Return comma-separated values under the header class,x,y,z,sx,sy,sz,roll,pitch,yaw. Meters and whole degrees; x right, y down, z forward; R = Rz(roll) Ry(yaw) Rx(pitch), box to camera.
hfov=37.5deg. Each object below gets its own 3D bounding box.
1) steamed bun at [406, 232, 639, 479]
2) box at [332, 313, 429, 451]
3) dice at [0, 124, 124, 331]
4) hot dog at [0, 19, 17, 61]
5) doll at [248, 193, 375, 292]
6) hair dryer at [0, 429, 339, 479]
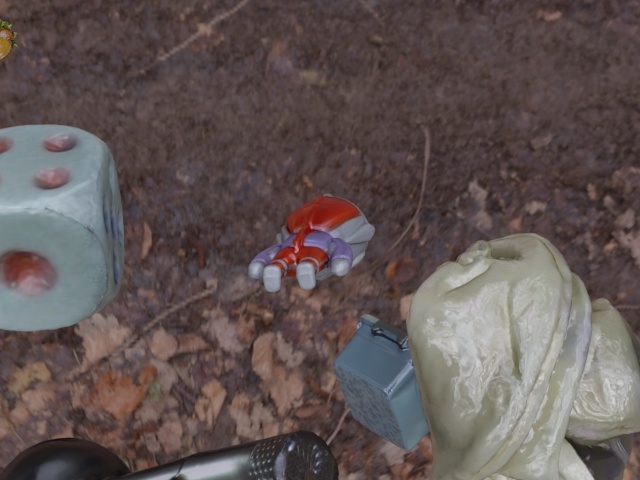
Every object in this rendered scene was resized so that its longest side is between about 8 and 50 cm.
class,x,y,z,sx,sy,sz,roll,pitch,yaw
steamed bun,0.261,0.158,1.088,0.237,0.394,0.347,-4,59,23
box,0.124,0.245,1.611,0.162,0.227,0.130,25,59,37
dice,-0.482,-0.025,1.598,0.267,0.265,0.263,-5,37,-4
hot dog,-0.204,-0.104,0.499,0.083,0.021,0.037,-19,64,-17
doll,0.000,0.000,0.912,0.102,0.227,0.075,-4,104,14
hair dryer,-0.189,0.204,0.700,0.284,0.320,0.156,6,67,-39
